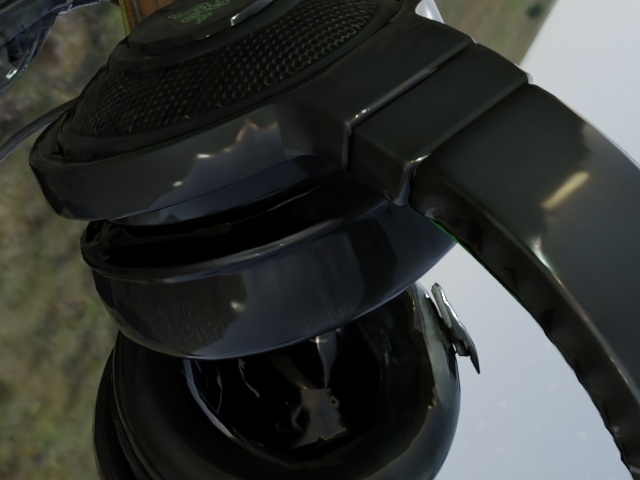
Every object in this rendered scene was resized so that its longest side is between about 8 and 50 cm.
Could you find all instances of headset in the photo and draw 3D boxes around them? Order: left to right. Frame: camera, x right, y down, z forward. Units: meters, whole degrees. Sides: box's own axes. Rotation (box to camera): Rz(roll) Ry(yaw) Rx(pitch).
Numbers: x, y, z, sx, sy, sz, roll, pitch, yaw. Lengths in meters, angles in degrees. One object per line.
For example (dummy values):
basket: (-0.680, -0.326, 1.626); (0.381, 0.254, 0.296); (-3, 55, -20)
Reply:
headset: (0.000, 0.000, 0.509); (0.185, 0.394, 0.243); (-36, 144, -30)

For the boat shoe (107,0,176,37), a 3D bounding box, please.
boat shoe: (-0.131, -0.224, 1.085); (0.104, 0.307, 0.111); (-30, 140, 4)
